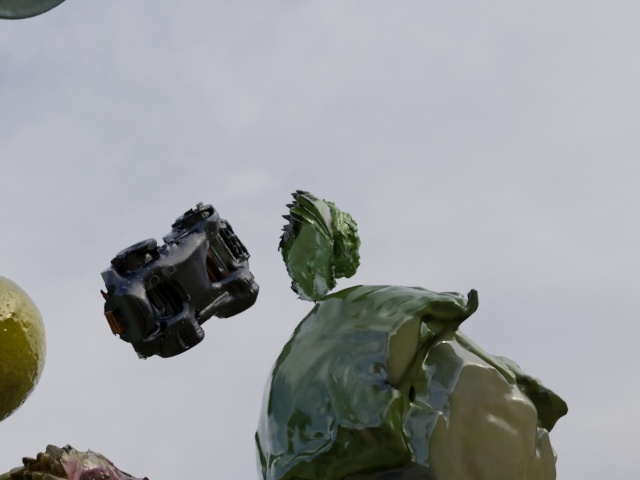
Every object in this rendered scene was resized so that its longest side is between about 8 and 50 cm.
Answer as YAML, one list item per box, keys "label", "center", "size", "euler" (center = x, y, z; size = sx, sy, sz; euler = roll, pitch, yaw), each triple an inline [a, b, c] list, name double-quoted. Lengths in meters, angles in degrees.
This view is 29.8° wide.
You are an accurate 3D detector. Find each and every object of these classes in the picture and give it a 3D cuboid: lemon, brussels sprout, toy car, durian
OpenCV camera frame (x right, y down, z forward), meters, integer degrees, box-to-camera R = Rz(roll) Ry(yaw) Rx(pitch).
- label: "lemon"
  center: [-0.585, 0.179, 1.972]
  size: [0.293, 0.293, 0.293]
  euler: [-15, -32, -10]
- label: "brussels sprout"
  center: [0.090, 0.276, 1.521]
  size: [0.342, 0.425, 0.361]
  euler: [8, -20, -33]
- label: "toy car"
  center: [-0.230, 0.065, 1.922]
  size: [0.118, 0.193, 0.301]
  euler: [-14, 14, 41]
- label: "durian"
  center: [-0.216, 0.299, 1.145]
  size: [0.154, 0.186, 0.260]
  euler: [-38, -45, 3]
- label: "durian"
  center: [-0.006, 0.004, 1.675]
  size: [0.106, 0.132, 0.375]
  euler: [-59, -11, -17]

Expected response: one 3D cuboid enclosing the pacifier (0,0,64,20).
- label: "pacifier"
  center: [-0.151, -0.284, 0.832]
  size: [0.287, 0.226, 0.238]
  euler: [-62, -22, -22]
